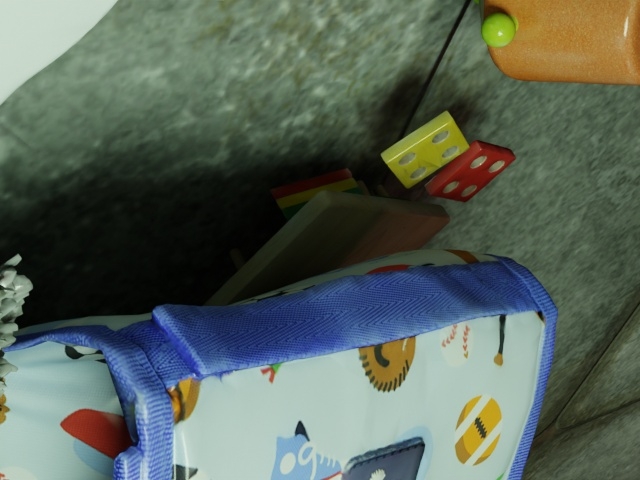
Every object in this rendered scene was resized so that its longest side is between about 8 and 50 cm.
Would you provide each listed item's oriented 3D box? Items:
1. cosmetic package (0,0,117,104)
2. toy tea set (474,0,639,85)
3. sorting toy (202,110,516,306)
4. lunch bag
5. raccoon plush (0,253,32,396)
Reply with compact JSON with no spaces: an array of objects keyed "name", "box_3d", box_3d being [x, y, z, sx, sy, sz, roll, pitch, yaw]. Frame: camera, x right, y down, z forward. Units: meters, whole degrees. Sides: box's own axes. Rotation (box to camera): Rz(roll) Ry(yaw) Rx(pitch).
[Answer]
[{"name":"cosmetic package","box_3d":[-0.144,-0.143,0.367,0.151,0.184,0.151,-43,151,8]},{"name":"toy tea set","box_3d":[0.206,-0.165,0.850,0.336,0.124,0.200,22,87,-54]},{"name":"sorting toy","box_3d":[0.000,0.000,0.868,0.274,0.046,0.132,-44,152,28]},{"name":"lunch bag","box_3d":[-0.077,0.155,0.749,0.327,0.239,0.385,-7,148,-49]},{"name":"raccoon plush","box_3d":[-0.195,0.120,0.434,0.216,0.299,0.446,-17,108,0]}]
